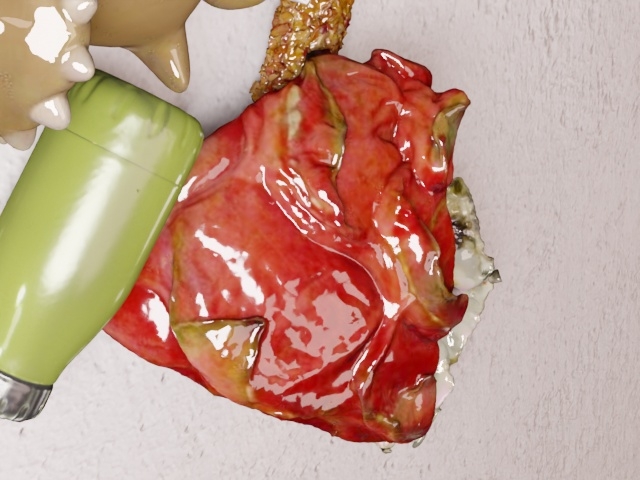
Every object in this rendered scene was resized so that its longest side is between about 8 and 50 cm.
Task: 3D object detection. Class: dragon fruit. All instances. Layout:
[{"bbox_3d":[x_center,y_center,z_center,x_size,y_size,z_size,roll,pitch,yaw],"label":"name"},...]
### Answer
[{"bbox_3d":[0.005,0.006,0.861,0.286,0.228,0.329,16,115,-49],"label":"dragon fruit"}]

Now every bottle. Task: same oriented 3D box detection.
[{"bbox_3d":[-0.188,0.007,0.769,0.112,0.112,0.260,27,89,-53],"label":"bottle"}]

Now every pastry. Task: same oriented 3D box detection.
[{"bbox_3d":[-0.008,-0.183,0.916,0.087,0.063,0.170,-3,114,-53],"label":"pastry"}]

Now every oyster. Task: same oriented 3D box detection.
[{"bbox_3d":[0.100,0.082,1.188,0.201,0.107,0.355,8,117,-31],"label":"oyster"}]

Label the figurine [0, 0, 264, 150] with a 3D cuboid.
[{"bbox_3d":[-0.174,-0.140,0.646,0.247,0.177,0.173,16,81,-57],"label":"figurine"}]

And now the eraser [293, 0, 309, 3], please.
[{"bbox_3d":[-0.111,-0.259,0.734,0.298,0.078,0.076,13,100,-53],"label":"eraser"}]
